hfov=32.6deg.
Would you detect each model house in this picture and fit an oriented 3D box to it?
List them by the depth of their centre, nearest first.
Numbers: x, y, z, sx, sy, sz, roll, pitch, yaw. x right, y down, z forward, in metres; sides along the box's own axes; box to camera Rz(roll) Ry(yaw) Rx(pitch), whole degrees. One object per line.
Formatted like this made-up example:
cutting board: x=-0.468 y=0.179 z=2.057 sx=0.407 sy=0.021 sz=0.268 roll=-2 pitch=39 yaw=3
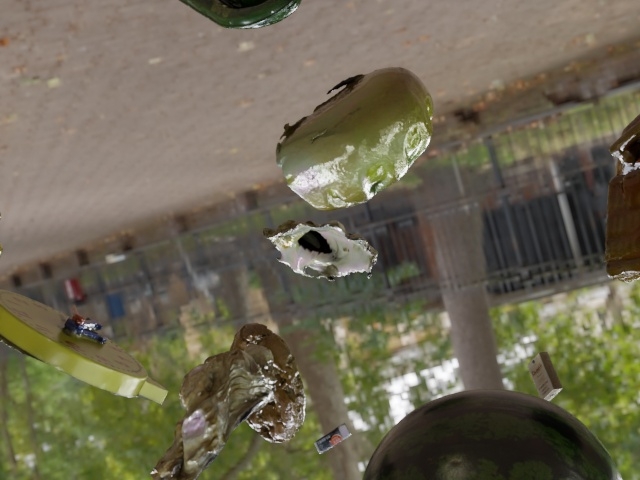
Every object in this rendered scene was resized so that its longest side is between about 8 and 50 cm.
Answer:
model house: x=0.385 y=-0.040 z=1.099 sx=0.199 sy=0.220 sz=0.229 roll=-4 pitch=-139 yaw=22

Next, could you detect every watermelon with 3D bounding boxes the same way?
watermelon: x=0.149 y=0.259 z=0.978 sx=0.268 sy=0.269 sz=0.269 roll=-15 pitch=-179 yaw=0

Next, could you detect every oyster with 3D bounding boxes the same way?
oyster: x=-0.105 y=0.165 z=1.069 sx=0.163 sy=0.081 sz=0.191 roll=-52 pitch=175 yaw=32
oyster: x=0.008 y=0.005 z=1.708 sx=0.209 sy=0.133 sz=0.072 roll=-20 pitch=-146 yaw=52

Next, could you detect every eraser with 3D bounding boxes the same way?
eraser: x=0.021 y=0.356 z=1.961 sx=0.099 sy=0.027 sz=0.019 roll=-39 pitch=165 yaw=37

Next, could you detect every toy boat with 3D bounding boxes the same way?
toy boat: x=-0.089 y=-0.283 z=1.239 sx=0.104 sy=0.052 sz=0.210 roll=-37 pitch=-140 yaw=-12

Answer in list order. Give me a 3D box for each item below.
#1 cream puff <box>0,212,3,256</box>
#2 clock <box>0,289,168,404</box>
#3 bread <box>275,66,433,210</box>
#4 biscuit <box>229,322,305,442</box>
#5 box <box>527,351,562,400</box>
cream puff: x=-0.593 y=-0.003 z=1.752 sx=0.221 sy=0.195 sz=0.194 roll=-44 pitch=166 yaw=29
clock: x=-0.389 y=0.149 z=1.705 sx=0.277 sy=0.071 sz=0.293 roll=29 pitch=180 yaw=35
bread: x=0.064 y=-0.132 z=1.477 sx=0.260 sy=0.158 sz=0.156 roll=-36 pitch=-164 yaw=-16
biscuit: x=-0.098 y=0.248 z=1.897 sx=0.042 sy=0.226 sz=0.226 roll=-17 pitch=-179 yaw=-32
box: x=0.440 y=0.267 z=2.149 sx=0.024 sy=0.083 sz=0.053 roll=-1 pitch=147 yaw=-23
